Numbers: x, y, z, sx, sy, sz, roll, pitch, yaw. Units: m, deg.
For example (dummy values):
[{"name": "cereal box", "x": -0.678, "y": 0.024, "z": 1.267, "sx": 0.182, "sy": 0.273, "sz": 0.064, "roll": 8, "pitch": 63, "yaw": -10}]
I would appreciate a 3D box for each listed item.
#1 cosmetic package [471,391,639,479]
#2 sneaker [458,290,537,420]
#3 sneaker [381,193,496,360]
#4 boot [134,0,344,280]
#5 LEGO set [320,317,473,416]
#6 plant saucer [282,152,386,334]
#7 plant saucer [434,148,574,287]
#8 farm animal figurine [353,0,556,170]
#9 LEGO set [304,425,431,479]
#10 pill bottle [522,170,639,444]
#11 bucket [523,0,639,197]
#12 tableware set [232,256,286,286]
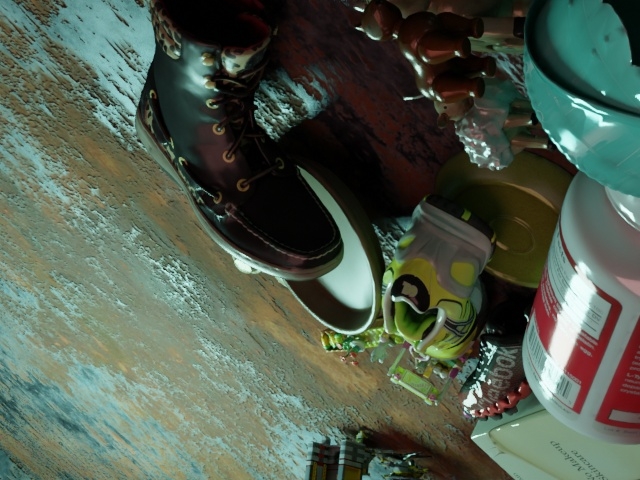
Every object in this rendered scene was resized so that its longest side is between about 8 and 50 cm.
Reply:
[{"name": "cosmetic package", "x": 0.373, "y": 0.252, "z": 1.835, "sx": 0.160, "sy": 0.113, "sz": 0.309, "roll": 42, "pitch": 145, "yaw": -12}, {"name": "sneaker", "x": 0.260, "y": 0.154, "z": 1.811, "sx": 0.135, "sy": 0.097, "sz": 0.276, "roll": 40, "pitch": 139, "yaw": -6}, {"name": "sneaker", "x": 0.134, "y": 0.080, "z": 1.747, "sx": 0.145, "sy": 0.147, "sz": 0.384, "roll": 30, "pitch": 160, "yaw": 19}, {"name": "boot", "x": -0.101, "y": -0.149, "z": 1.660, "sx": 0.377, "sy": 0.138, "sz": 0.284, "roll": 48, "pitch": 150, "yaw": 26}, {"name": "LEGO set", "x": 0.109, "y": 0.184, "z": 1.975, "sx": 0.287, "sy": 0.107, "sz": 0.132, "roll": 18, "pitch": 143, "yaw": 22}, {"name": "plant saucer", "x": 0.000, "y": 0.000, "z": 1.819, "sx": 0.278, "sy": 0.041, "sz": 0.278, "roll": 40, "pitch": 146, "yaw": 34}, {"name": "plant saucer", "x": 0.247, "y": -0.018, "z": 1.673, "sx": 0.241, "sy": 0.037, "sz": 0.241, "roll": 22, "pitch": 144, "yaw": 17}, {"name": "farm animal figurine", "x": 0.130, "y": -0.269, "z": 1.305, "sx": 0.172, "sy": 0.330, "sz": 0.327, "roll": 4, "pitch": 165, "yaw": 33}, {"name": "LEGO set", "x": 0.123, "y": 0.419, "z": 2.247, "sx": 0.255, "sy": 0.192, "sz": 0.331, "roll": 17, "pitch": 160, "yaw": -31}, {"name": "pill bottle", "x": 0.366, "y": 0.035, "z": 1.466, "sx": 0.229, "sy": 0.229, "sz": 0.407, "roll": 24, "pitch": 145, "yaw": 14}, {"name": "bucket", "x": 0.328, "y": -0.180, "z": 1.193, "sx": 0.281, "sy": 0.281, "sz": 0.183, "roll": 37, "pitch": 152, "yaw": -4}, {"name": "tableware set", "x": -0.090, "y": 0.014, "z": 2.011, "sx": 0.169, "sy": 0.020, "sz": 0.141, "roll": 15, "pitch": 141, "yaw": 26}]
